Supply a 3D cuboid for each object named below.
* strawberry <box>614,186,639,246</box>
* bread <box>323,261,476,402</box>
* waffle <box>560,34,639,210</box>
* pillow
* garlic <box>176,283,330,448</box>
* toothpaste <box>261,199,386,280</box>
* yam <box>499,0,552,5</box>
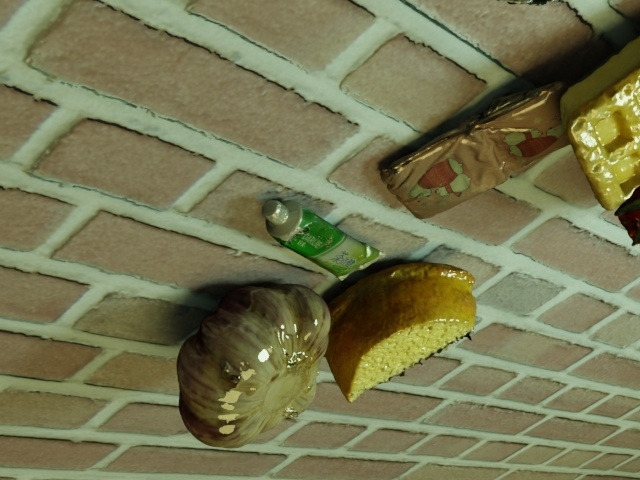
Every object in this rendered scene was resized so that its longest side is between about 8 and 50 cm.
[{"bbox_3d":[0.543,-0.066,1.303,0.288,0.239,0.250,-10,163,-45],"label":"strawberry"},{"bbox_3d":[0.089,0.112,1.399,0.260,0.129,0.134,-34,140,18],"label":"bread"},{"bbox_3d":[0.397,-0.173,1.135,0.274,0.057,0.168,-39,134,2],"label":"waffle"},{"bbox_3d":[0.195,-0.109,1.192,0.248,0.049,0.135,-28,148,19],"label":"pillow"},{"bbox_3d":[-0.096,0.155,1.329,0.245,0.160,0.245,-32,143,-28],"label":"garlic"},{"bbox_3d":[0.000,0.000,1.245,0.078,0.047,0.248,-30,151,17],"label":"toothpaste"},{"bbox_3d":[0.206,-0.325,0.784,0.131,0.131,0.280,-4,144,-28],"label":"yam"}]
